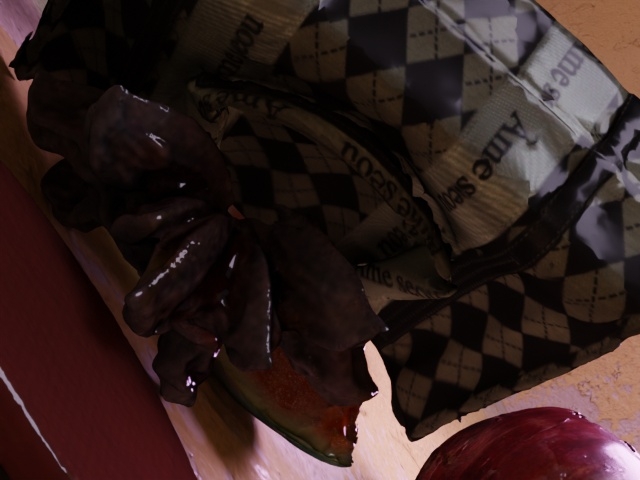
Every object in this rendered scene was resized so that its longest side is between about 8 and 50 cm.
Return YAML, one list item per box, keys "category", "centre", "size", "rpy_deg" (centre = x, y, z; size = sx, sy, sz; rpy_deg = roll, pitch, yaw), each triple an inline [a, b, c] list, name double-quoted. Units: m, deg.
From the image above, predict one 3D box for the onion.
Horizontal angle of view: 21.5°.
- category: "onion"
  centre: [0.203, 0.289, 1.558]
  size: [0.276, 0.276, 0.276]
  rpy_deg: [59, 8, -13]

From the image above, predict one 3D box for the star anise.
- category: "star anise"
  centre: [-0.079, 0.008, 1.008]
  size: [0.283, 0.129, 0.212]
  rpy_deg: [51, -14, -7]

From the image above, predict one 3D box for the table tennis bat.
- category: "table tennis bat"
  centre: [-0.106, 0.104, 0.868]
  size: [0.415, 0.051, 0.268]
  rpy_deg: [58, 4, -15]

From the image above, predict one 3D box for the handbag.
- category: "handbag"
  centre: [0.008, -0.066, 1.081]
  size: [0.416, 0.180, 0.317]
  rpy_deg: [41, -34, -1]

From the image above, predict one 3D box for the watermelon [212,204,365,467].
- category: "watermelon"
  centre: [-0.042, 0.074, 1.280]
  size: [0.146, 0.128, 0.231]
  rpy_deg: [110, -19, -63]
